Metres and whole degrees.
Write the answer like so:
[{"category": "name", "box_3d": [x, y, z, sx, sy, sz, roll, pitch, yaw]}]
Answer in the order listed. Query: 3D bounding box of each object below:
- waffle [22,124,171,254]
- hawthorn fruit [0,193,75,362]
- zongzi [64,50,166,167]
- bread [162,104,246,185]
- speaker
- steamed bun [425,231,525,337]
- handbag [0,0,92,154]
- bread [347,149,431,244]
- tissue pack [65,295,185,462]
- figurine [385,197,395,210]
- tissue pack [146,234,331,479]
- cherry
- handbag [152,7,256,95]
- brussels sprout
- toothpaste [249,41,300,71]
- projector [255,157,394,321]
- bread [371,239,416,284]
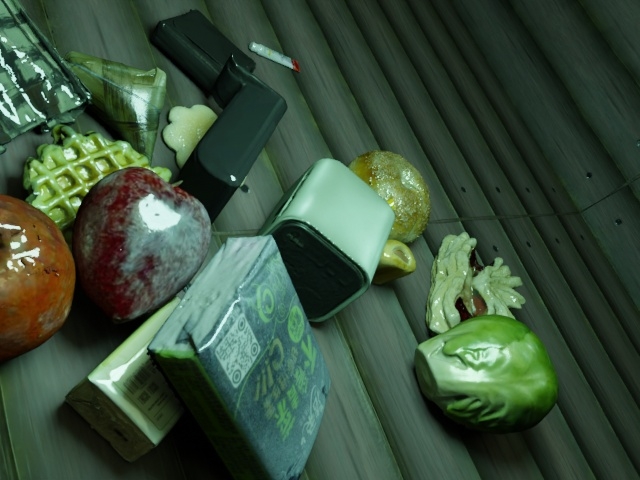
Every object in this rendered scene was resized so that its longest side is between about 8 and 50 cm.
[{"category": "waffle", "box_3d": [-0.428, -0.075, 1.158, 0.317, 0.073, 0.297, 21, 57, -40]}, {"category": "hawthorn fruit", "box_3d": [-0.492, 0.044, 0.851, 0.276, 0.307, 0.276, 14, 64, -30]}, {"category": "zongzi", "box_3d": [-0.465, -0.278, 1.284, 0.220, 0.112, 0.242, 10, 80, -23]}, {"category": "bread", "box_3d": [-0.288, -0.231, 1.434, 0.181, 0.039, 0.251, -17, 74, -48]}, {"category": "speaker", "box_3d": [-0.225, -0.241, 1.345, 0.184, 0.180, 0.388, 33, 46, -12]}, {"category": "steamed bun", "box_3d": [0.461, 0.149, 1.713, 0.247, 0.189, 0.428, 46, 40, -16]}, {"category": "handbag", "box_3d": [-0.657, -0.321, 1.092, 0.327, 0.162, 0.325, 51, 43, -11]}, {"category": "bread", "box_3d": [0.210, -0.136, 1.714, 0.305, 0.159, 0.306, 24, 46, -27]}, {"category": "tissue pack", "box_3d": [-0.291, 0.234, 1.012, 0.159, 0.125, 0.234, 47, 39, -7]}, {"category": "figurine", "box_3d": [0.071, -0.075, 1.541, 0.246, 0.156, 0.131, -6, 85, -3]}, {"category": "tissue pack", "box_3d": [-0.113, 0.229, 1.035, 0.288, 0.124, 0.394, -63, 142, -46]}, {"category": "cherry", "box_3d": [-0.318, 0.004, 1.027, 0.230, 0.203, 0.300, 38, 56, -42]}, {"category": "handbag", "box_3d": [-0.317, -0.517, 1.602, 0.247, 0.080, 0.223, 42, 34, -5]}, {"category": "brussels sprout", "box_3d": [0.410, 0.332, 1.452, 0.354, 0.289, 0.282, 4, 66, -13]}, {"category": "toothpaste", "box_3d": [-0.140, -0.579, 1.839, 0.190, 0.031, 0.048, 11, 50, -39]}, {"category": "projector", "box_3d": [0.000, 0.000, 1.355, 0.248, 0.248, 0.249, 40, 42, -11]}, {"category": "bread", "box_3d": [0.162, 0.052, 1.530, 0.134, 0.173, 0.085, 22, 63, -30]}]
